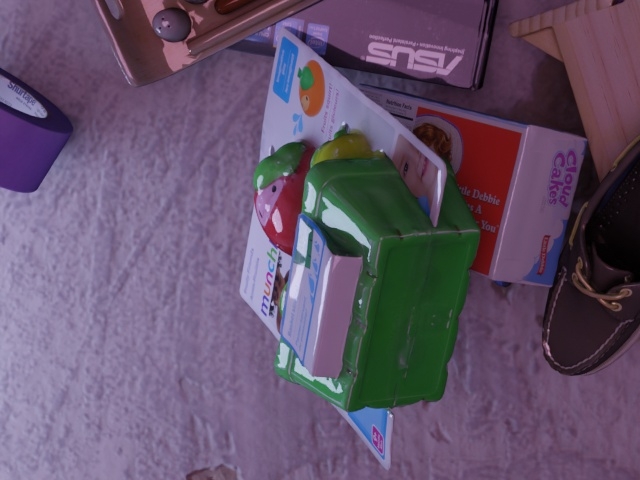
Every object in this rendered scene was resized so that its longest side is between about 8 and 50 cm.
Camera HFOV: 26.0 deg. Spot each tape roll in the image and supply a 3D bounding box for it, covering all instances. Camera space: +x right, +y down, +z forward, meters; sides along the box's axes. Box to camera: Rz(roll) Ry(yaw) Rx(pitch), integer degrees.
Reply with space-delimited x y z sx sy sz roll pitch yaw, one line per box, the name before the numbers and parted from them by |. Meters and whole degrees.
tape roll | -0.369 -0.136 1.498 0.189 0.189 0.080 33 100 4

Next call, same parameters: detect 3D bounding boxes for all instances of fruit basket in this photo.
fruit basket | 0.000 0.000 1.365 0.165 0.353 0.327 -8 122 -32

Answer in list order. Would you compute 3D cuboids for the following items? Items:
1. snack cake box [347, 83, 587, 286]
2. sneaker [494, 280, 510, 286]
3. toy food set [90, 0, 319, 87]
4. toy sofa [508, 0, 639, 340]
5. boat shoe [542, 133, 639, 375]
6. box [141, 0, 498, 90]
snack cake box | 0.132 -0.062 1.405 0.264 0.089 0.152 23 102 51
sneaker | 0.172 -0.016 1.501 0.059 0.053 0.144 -17 85 9
toy food set | -0.103 -0.318 1.395 0.306 0.092 0.219 -24 92 12
toy sofa | 0.340 -0.086 1.393 0.177 0.150 0.362 -16 93 33
boat shoe | 0.283 0.009 1.307 0.109 0.091 0.305 36 119 21
box | 0.006 -0.347 1.467 0.395 0.097 0.318 12 101 8
